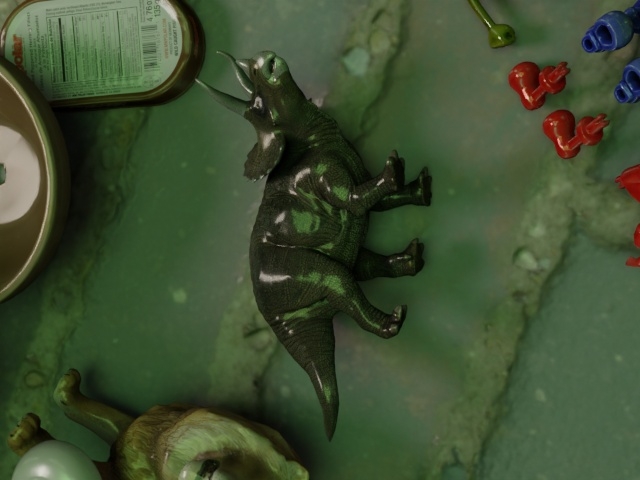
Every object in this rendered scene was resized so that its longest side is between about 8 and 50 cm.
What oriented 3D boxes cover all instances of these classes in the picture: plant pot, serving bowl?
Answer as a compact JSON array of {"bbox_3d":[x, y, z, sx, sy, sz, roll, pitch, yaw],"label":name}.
[{"bbox_3d":[-0.314,-0.058,0.819,0.238,0.110,0.237,2,98,14],"label":"plant pot"},{"bbox_3d":[-0.211,0.200,0.723,0.083,0.027,0.083,2,96,22],"label":"serving bowl"}]

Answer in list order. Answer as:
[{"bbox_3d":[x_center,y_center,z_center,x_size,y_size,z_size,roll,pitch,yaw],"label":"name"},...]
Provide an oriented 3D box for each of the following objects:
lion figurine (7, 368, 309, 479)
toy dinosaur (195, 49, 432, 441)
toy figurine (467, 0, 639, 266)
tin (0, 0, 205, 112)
[{"bbox_3d":[-0.187,0.277,0.821,0.240,0.142,0.392,33,114,1],"label":"lion figurine"},{"bbox_3d":[0.000,0.000,0.770,0.160,0.121,0.313,3,99,24],"label":"toy dinosaur"},{"bbox_3d":[0.270,-0.184,0.698,0.217,0.191,0.362,-27,79,-17],"label":"toy figurine"},{"bbox_3d":[-0.198,-0.172,0.827,0.190,0.040,0.106,-3,89,13],"label":"tin"}]
